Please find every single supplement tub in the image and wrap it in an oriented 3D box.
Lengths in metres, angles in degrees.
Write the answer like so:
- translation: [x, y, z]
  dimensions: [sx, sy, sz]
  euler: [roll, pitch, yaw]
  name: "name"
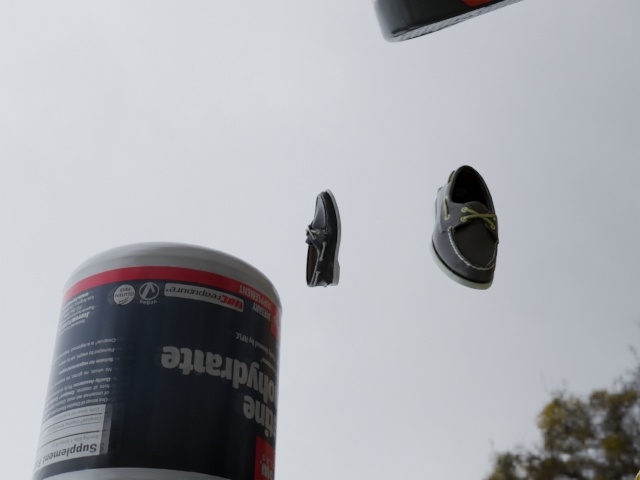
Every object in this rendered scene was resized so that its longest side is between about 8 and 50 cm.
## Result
- translation: [-0.129, 0.156, 0.769]
  dimensions: [0.191, 0.191, 0.272]
  euler: [35, -134, -44]
  name: "supplement tub"

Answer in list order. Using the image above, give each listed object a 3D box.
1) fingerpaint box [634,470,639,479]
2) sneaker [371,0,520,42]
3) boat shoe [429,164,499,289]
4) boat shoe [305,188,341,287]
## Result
- translation: [0.534, 0.169, 1.111]
  dimensions: [0.371, 0.163, 0.445]
  euler: [-41, -30, -33]
  name: "fingerpaint box"
- translation: [0.151, -0.255, 0.702]
  dimensions: [0.090, 0.270, 0.145]
  euler: [-160, 52, -83]
  name: "sneaker"
- translation: [0.182, -0.021, 1.187]
  dimensions: [0.081, 0.069, 0.228]
  euler: [16, -152, -9]
  name: "boat shoe"
- translation: [0.000, 0.000, 1.103]
  dimensions: [0.038, 0.046, 0.125]
  euler: [-9, -56, -15]
  name: "boat shoe"
